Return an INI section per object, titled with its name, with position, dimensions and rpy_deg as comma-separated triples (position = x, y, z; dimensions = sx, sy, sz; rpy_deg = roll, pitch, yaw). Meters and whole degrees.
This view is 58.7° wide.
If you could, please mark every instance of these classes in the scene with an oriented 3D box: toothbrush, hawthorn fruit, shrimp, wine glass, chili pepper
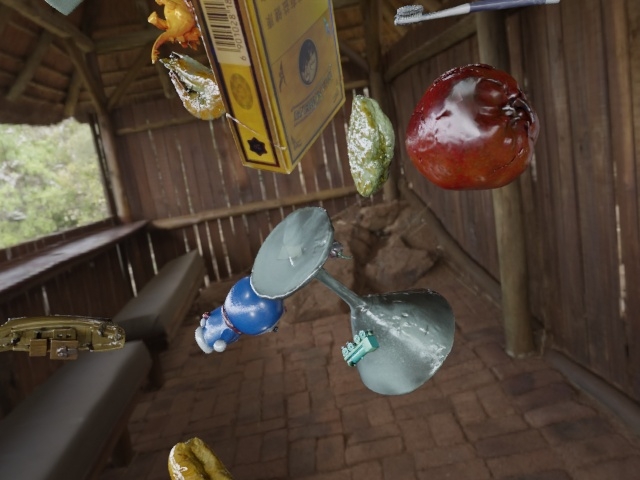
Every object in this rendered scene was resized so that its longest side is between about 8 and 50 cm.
[toothbrush]
position = 0.246, -0.362, 0.876
dimensions = 0.288, 0.024, 0.026
rpy_deg = -12, -27, -14
[hawthorn fruit]
position = 0.167, -0.124, 0.671
dimensions = 0.148, 0.148, 0.172
rpy_deg = -15, -3, -35
[shrimp]
position = -0.308, -0.373, 1.371
dimensions = 0.217, 0.115, 0.051
rpy_deg = 38, 10, 6
[wine glass]
position = 0.069, 0.124, 1.170
dimensions = 0.267, 0.267, 0.406
rpy_deg = 2, -29, 47
[chili pepper]
position = 0.001, -0.001, 1.200
dimensions = 0.153, 0.041, 0.050
rpy_deg = 35, 0, 26

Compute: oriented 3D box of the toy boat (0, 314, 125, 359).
[toy boat]
position = -0.440, 0.169, 0.965
dimensions = 0.206, 0.064, 0.072
rpy_deg = 2, 29, -25

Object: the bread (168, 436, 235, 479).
[bread]
position = -0.191, 0.452, 1.006
dimensions = 0.083, 0.113, 0.211
rpy_deg = -27, 50, -32

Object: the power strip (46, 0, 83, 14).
[power strip]
position = -0.217, -0.353, 0.600
dimensions = 0.216, 0.145, 0.061
rpy_deg = -29, -43, 25

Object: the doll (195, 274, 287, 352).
[doll]
position = -0.212, 0.208, 1.533
dimensions = 0.257, 0.161, 0.215
rpy_deg = -34, 27, 18

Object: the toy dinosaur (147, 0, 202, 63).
[toy dinosaur]
position = -0.277, -0.433, 1.122
dimensions = 0.071, 0.288, 0.117
rpy_deg = -27, -37, 32

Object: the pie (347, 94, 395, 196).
[pie]
position = 0.114, -0.205, 1.286
dimensions = 0.090, 0.200, 0.248
rpy_deg = -10, -19, -7

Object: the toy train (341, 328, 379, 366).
[toy train]
position = 0.074, 0.200, 1.058
dimensions = 0.029, 0.045, 0.092
rpy_deg = 1, -39, -37

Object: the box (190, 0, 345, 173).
[box]
position = -0.057, -0.264, 0.737
dimensions = 0.084, 0.301, 0.192
rpy_deg = 14, 51, 25
